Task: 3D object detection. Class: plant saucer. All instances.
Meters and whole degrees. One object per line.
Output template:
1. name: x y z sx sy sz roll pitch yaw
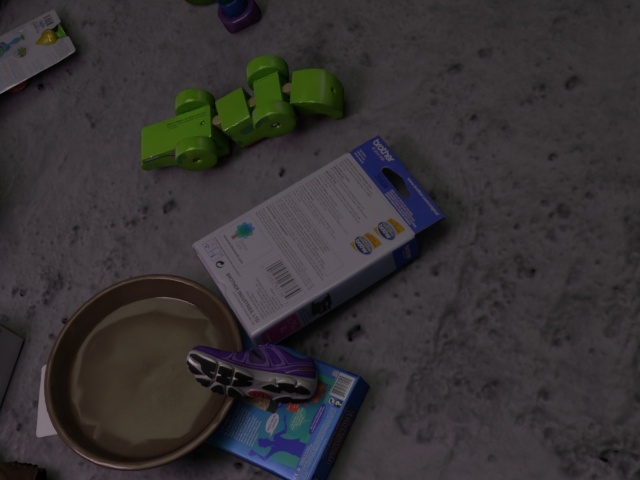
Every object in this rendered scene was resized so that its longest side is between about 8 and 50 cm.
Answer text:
1. plant saucer: -0.234 0.177 1.391 0.277 0.041 0.278 -5 61 9

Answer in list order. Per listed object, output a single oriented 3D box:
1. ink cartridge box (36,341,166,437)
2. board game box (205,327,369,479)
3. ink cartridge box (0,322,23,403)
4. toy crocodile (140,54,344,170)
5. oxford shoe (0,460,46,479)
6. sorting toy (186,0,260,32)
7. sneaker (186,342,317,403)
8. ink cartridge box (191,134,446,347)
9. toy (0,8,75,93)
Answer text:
1. ink cartridge box: -0.296 0.221 1.457 0.198 0.067 0.115 -10 61 15
2. board game box: -0.063 0.222 1.373 0.210 0.047 0.160 19 73 28
3. ink cartridge box: -0.581 0.192 1.571 0.212 0.093 0.154 3 67 25
4. toy crocodile: -0.128 -0.183 1.581 0.340 0.105 0.115 -20 59 17
5. oxford shoe: -0.434 0.346 1.454 0.096 0.083 0.227 -40 56 -23
6. sorting toy: -0.220 -0.501 1.754 0.127 0.126 0.366 -35 57 2
7. sneaker: -0.088 0.162 1.328 0.169 0.068 0.071 13 49 -10
8. ink cartridge box: 0.000 0.000 1.431 0.311 0.065 0.186 -33 56 -6
9. toy: -0.546 -0.303 1.828 0.237 0.056 0.137 -32 54 -1
